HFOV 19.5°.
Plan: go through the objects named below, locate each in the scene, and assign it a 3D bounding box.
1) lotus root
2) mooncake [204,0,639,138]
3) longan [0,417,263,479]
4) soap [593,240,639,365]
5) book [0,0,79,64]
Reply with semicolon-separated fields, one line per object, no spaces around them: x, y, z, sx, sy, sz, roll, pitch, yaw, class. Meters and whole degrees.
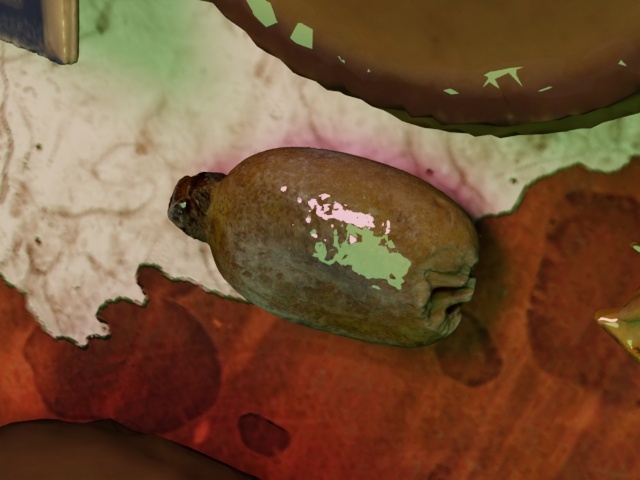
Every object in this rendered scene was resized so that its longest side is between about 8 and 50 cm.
0.000;0.000;1.090;0.192;0.088;0.113;16;124;14;lotus root
0.077;-0.255;0.861;0.394;0.246;0.393;21;122;12;mooncake
-0.145;0.295;1.115;0.391;0.391;0.391;8;115;18;longan
0.361;0.050;0.934;0.335;0.156;0.293;44;118;-2;soap
-0.232;-0.241;1.027;0.322;0.018;0.228;25;125;42;book
